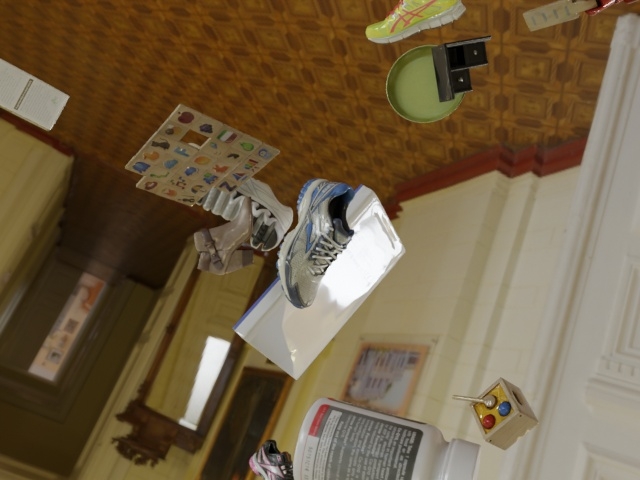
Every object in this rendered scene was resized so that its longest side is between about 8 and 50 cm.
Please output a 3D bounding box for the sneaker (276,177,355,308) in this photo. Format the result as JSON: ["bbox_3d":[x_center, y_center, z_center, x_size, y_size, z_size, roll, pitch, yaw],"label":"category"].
[{"bbox_3d":[0.000,0.000,0.559,0.058,0.135,0.052,0,161,37],"label":"sneaker"}]

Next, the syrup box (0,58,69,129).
[{"bbox_3d":[-0.703,-0.344,1.297,0.237,0.096,0.093,29,174,-27],"label":"syrup box"}]

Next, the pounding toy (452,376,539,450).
[{"bbox_3d":[0.407,0.397,1.364,0.100,0.130,0.141,31,-158,-23],"label":"pounding toy"}]

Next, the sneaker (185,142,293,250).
[{"bbox_3d":[-0.184,-0.105,1.241,0.292,0.118,0.110,42,133,-1],"label":"sneaker"}]

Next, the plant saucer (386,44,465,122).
[{"bbox_3d":[0.320,-0.466,1.743,0.241,0.240,0.037,17,178,18],"label":"plant saucer"}]

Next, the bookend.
[{"bbox_3d":[0.412,-0.489,1.654,0.156,0.157,0.072,-14,-168,-17],"label":"bookend"}]

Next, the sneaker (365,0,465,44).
[{"bbox_3d":[0.181,-0.467,1.168,0.209,0.081,0.094,-12,122,29],"label":"sneaker"}]

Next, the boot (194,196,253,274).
[{"bbox_3d":[-0.145,-0.008,0.867,0.087,0.118,0.042,-1,170,-7],"label":"boot"}]

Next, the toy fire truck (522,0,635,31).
[{"bbox_3d":[0.505,-0.525,1.104,0.217,0.246,0.158,57,-168,-9],"label":"toy fire truck"}]

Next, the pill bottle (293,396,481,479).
[{"bbox_3d":[0.112,0.374,0.968,0.283,0.161,0.161,9,158,21],"label":"pill bottle"}]

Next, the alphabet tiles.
[{"bbox_3d":[-0.222,-0.135,1.037,0.198,0.009,0.237,20,142,-37],"label":"alphabet tiles"}]

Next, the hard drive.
[{"bbox_3d":[0.012,0.081,1.018,0.040,0.318,0.210,34,168,37],"label":"hard drive"}]

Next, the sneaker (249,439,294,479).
[{"bbox_3d":[-0.085,0.499,1.250,0.178,0.077,0.072,31,-175,39],"label":"sneaker"}]
